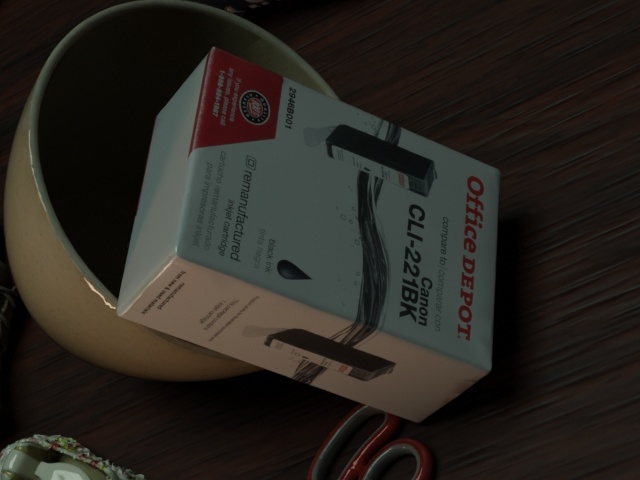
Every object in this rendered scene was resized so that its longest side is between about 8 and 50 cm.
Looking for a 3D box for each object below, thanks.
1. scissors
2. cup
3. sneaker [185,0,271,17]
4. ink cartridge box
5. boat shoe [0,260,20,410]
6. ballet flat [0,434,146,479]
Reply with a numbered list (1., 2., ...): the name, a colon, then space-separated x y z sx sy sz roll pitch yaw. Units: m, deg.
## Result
1. scissors: -0.018 0.258 1.224 0.297 0.021 0.109 -52 45 -3
2. cup: -0.143 -0.009 1.343 0.237 0.331 0.331 -38 36 49
3. sneaker: -0.059 -0.273 1.608 0.282 0.153 0.099 1 53 5
4. ink cartridge box: 0.000 0.000 1.197 0.114 0.273 0.197 -41 34 49
5. boat shoe: -0.375 0.062 1.586 0.116 0.123 0.324 -36 45 9
6. ballet flat: -0.240 0.216 1.390 0.241 0.077 0.091 4 64 42
